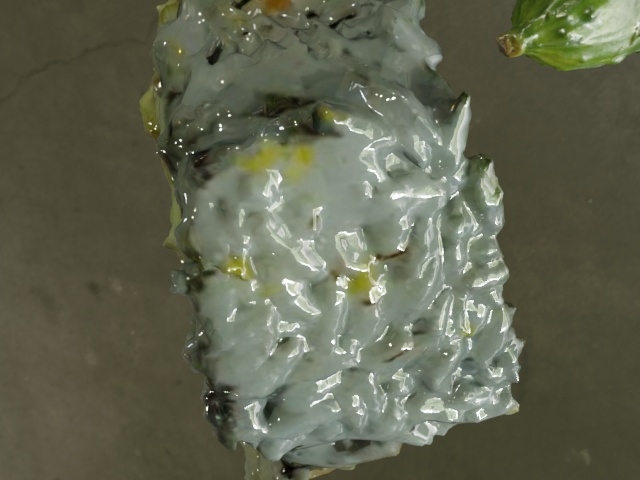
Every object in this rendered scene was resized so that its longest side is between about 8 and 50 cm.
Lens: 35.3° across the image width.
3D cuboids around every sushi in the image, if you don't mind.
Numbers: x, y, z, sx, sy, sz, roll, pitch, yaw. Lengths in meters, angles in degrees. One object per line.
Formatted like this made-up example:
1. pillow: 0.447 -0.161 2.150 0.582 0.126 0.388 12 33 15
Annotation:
1. sushi: 0.000 0.000 0.454 0.139 0.184 0.274 -14 119 -4

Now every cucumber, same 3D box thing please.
1. cucumber: 0.228 -0.203 0.822 0.134 0.244 0.134 34 143 31
